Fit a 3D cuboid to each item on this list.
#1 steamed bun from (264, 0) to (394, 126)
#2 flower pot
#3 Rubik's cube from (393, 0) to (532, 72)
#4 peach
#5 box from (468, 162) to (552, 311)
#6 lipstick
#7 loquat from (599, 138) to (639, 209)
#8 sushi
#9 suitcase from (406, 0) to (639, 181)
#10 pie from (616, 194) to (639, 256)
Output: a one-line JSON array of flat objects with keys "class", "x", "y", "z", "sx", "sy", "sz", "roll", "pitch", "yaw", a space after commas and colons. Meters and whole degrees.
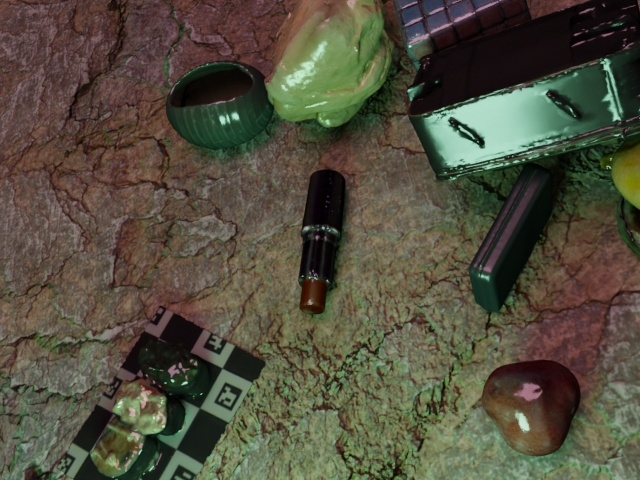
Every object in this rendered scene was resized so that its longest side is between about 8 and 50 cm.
[{"class": "steamed bun", "x": 0.037, "y": -0.406, "z": 1.687, "sx": 0.230, "sy": 0.325, "sz": 0.372, "roll": 26, "pitch": 50, "yaw": -12}, {"class": "flower pot", "x": -0.217, "y": -0.295, "z": 1.803, "sx": 0.243, "sy": 0.157, "sz": 0.189, "roll": -6, "pitch": 58, "yaw": 21}, {"class": "Rubik's cube", "x": 0.282, "y": -0.429, "z": 1.617, "sx": 0.237, "sy": 0.238, "sz": 0.237, "roll": -21, "pitch": 53, "yaw": 12}, {"class": "peach", "x": 0.326, "y": 0.249, "z": 1.252, "sx": 0.152, "sy": 0.152, "sz": 0.152, "roll": -11, "pitch": 58, "yaw": 17}, {"class": "box", "x": 0.324, "y": -0.004, "z": 1.392, "sx": 0.050, "sy": 0.160, "sz": 0.230, "roll": 23, "pitch": 72, "yaw": 26}, {"class": "lipstick", "x": 0.000, "y": 0.000, "z": 1.580, "sx": 0.081, "sy": 0.081, "sz": 0.300, "roll": -5, "pitch": 58, "yaw": 21}, {"class": "loquat", "x": 0.545, "y": -0.120, "z": 1.314, "sx": 0.204, "sy": 0.149, "sz": 0.172, "roll": 4, "pitch": 65, "yaw": 43}, {"class": "sushi", "x": -0.325, "y": 0.307, "z": 1.525, "sx": 0.296, "sy": 0.100, "sz": 0.373, "roll": 22, "pitch": 72, "yaw": 32}, {"class": "suitcase", "x": 0.363, "y": -0.258, "z": 1.374, "sx": 0.433, "sy": 0.194, "sz": 0.283, "roll": -12, "pitch": 32, "yaw": 27}, {"class": "pie", "x": 0.613, "y": -0.043, "z": 1.358, "sx": 0.240, "sy": 0.054, "sz": 0.241, "roll": -12, "pitch": 55, "yaw": 18}]
